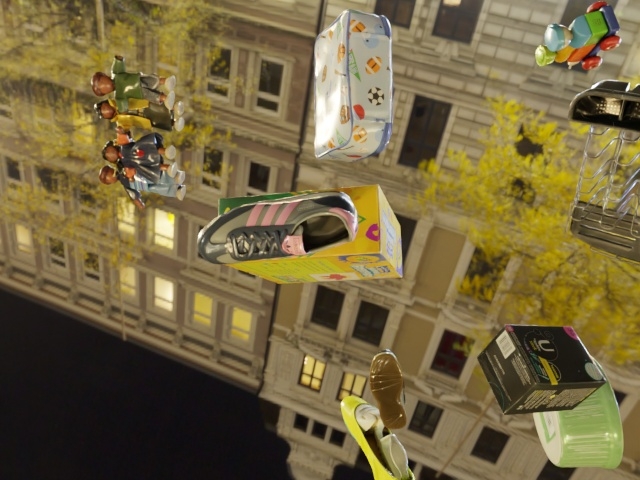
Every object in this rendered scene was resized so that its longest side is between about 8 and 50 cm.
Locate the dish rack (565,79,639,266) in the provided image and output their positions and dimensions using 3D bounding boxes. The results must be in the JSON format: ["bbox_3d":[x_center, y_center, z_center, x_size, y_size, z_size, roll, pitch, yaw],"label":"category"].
[{"bbox_3d":[0.409,-0.062,0.700,0.208,0.271,0.074,21,-130,31],"label":"dish rack"}]

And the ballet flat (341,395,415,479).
[{"bbox_3d":[0.108,0.361,1.033,0.077,0.077,0.231,0,-142,-26],"label":"ballet flat"}]

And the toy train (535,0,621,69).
[{"bbox_3d":[0.566,-0.436,1.317,0.143,0.248,0.105,-14,-100,-2],"label":"toy train"}]

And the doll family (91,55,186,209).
[{"bbox_3d":[-0.225,-0.123,0.689,0.111,0.193,0.076,6,-161,3],"label":"doll family"}]

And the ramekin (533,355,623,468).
[{"bbox_3d":[0.690,0.474,1.565,0.148,0.303,0.303,-8,-147,5],"label":"ramekin"}]

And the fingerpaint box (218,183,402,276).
[{"bbox_3d":[0.000,0.000,1.434,0.371,0.163,0.445,-4,169,14],"label":"fingerpaint box"}]

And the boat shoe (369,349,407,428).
[{"bbox_3d":[0.109,0.238,0.927,0.056,0.152,0.049,-6,-155,5],"label":"boat shoe"}]

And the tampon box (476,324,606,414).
[{"bbox_3d":[0.387,0.226,1.004,0.161,0.101,0.120,4,-135,-23],"label":"tampon box"}]

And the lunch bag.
[{"bbox_3d":[0.060,-0.324,1.213,0.115,0.303,0.243,2,178,-19],"label":"lunch bag"}]

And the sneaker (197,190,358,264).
[{"bbox_3d":[-0.082,-0.012,1.076,0.319,0.112,0.131,-17,-153,0],"label":"sneaker"}]
